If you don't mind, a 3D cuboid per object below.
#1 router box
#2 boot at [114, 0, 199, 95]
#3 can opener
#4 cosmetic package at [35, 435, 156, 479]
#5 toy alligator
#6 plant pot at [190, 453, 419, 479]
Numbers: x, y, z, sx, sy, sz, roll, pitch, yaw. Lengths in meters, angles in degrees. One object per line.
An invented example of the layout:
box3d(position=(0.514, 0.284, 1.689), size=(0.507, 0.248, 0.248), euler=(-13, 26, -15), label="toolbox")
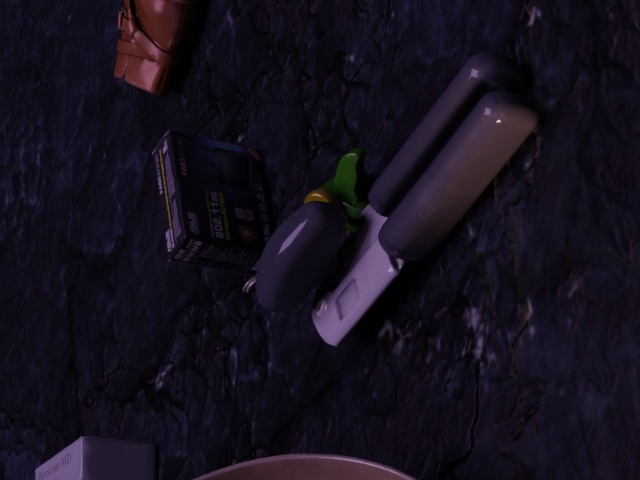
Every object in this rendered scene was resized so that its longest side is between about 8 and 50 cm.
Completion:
box3d(position=(-0.092, -0.032, 1.654), size=(0.038, 0.092, 0.122), euler=(-52, 39, 41), label="router box")
box3d(position=(-0.182, -0.238, 1.919), size=(0.197, 0.073, 0.152), euler=(-138, 58, -61), label="boot")
box3d(position=(0.046, -0.027, 1.394), size=(0.283, 0.095, 0.076), euler=(-53, 38, 40), label="can opener")
box3d(position=(-0.210, 0.308, 1.766), size=(0.117, 0.085, 0.231), euler=(-37, 51, 51), label="cosmetic package")
box3d(position=(0.000, 0.000, 1.522), size=(0.051, 0.056, 0.190), euler=(45, 131, 9), label="toy alligator")
box3d(position=(-0.019, 0.306, 1.265), size=(0.284, 0.284, 0.191), euler=(-126, 18, -54), label="plant pot")
